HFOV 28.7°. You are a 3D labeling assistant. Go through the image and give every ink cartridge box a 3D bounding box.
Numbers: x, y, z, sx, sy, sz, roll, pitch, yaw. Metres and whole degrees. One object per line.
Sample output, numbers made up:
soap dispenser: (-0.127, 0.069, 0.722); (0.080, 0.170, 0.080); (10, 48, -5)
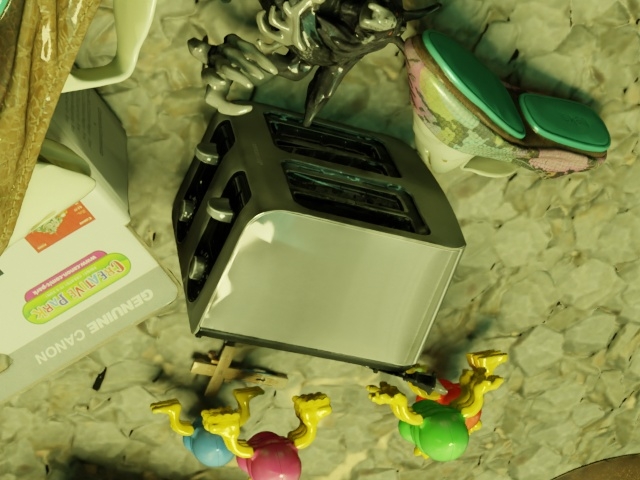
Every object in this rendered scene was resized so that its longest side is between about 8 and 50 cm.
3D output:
ink cartridge box: (-0.287, -0.013, 0.799); (0.309, 0.130, 0.272); (-29, 123, 8)

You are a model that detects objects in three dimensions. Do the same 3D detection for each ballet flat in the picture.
ballet flat: (-0.158, -0.088, 0.653); (0.124, 0.116, 0.342); (14, 104, -48)
ballet flat: (0.114, -0.076, 0.850); (0.079, 0.077, 0.221); (-38, 148, 30)

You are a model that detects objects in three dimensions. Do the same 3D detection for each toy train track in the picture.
toy train track: (-0.065, 0.104, 0.997); (0.083, 0.014, 0.048); (14, 112, -27)

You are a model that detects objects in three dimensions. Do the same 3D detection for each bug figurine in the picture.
bug figurine: (0.015, 0.139, 0.930); (0.279, 0.216, 0.072); (-8, 89, -6)

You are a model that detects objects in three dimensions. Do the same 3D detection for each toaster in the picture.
toaster: (0.000, 0.000, 0.846); (0.186, 0.168, 0.110); (13, 118, -19)

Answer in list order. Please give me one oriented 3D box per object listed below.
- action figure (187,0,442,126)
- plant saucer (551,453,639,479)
action figure: (-0.039, -0.158, 0.754); (0.276, 0.141, 0.164); (17, 106, -20)
plant saucer: (0.286, 0.335, 1.203); (0.311, 0.050, 0.310); (-6, 123, -9)
